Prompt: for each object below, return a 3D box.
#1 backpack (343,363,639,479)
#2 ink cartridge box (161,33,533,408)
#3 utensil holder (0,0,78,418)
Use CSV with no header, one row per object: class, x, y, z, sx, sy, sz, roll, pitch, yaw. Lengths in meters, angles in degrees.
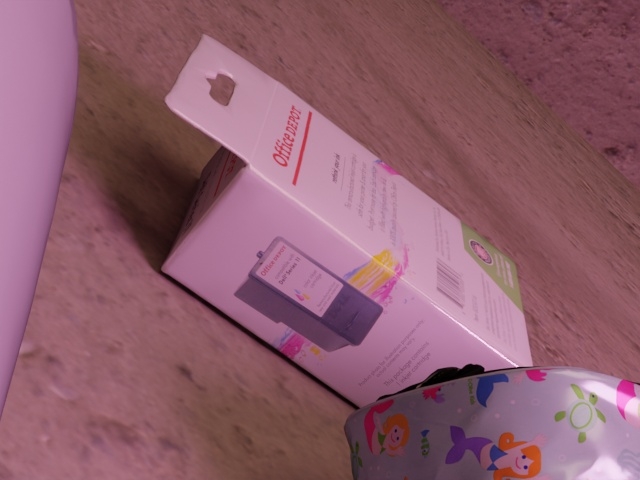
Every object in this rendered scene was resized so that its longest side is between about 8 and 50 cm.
backpack,0.141,0.171,0.727,0.253,0.225,0.191,24,57,-35
ink cartridge box,0.000,0.000,0.964,0.353,0.119,0.207,37,23,-12
utensil holder,-0.235,0.003,0.316,0.327,0.328,0.385,33,21,-18
